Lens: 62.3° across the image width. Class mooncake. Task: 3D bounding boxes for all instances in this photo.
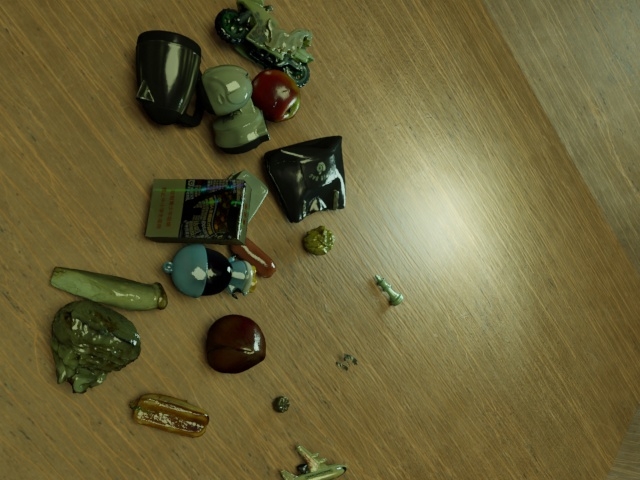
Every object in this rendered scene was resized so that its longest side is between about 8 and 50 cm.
[{"bbox_3d":[-0.018,0.514,1.910,0.347,0.057,0.150,-43,117,-24],"label":"mooncake"}]

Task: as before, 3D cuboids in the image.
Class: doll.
[{"bbox_3d":[-0.358,0.107,1.719,0.313,0.141,0.177,13,58,-33],"label":"doll"}]

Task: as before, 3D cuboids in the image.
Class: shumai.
[{"bbox_3d":[-0.656,0.305,1.497,0.255,0.189,0.218,33,86,-30],"label":"shumai"}]

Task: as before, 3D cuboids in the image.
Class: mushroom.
[{"bbox_3d":[-0.618,0.149,1.572,0.333,0.107,0.087,16,105,-30],"label":"mushroom"}]

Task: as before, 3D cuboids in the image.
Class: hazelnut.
[{"bbox_3d":[-0.264,0.336,1.694,0.208,0.208,0.208,7,77,-31],"label":"hazelnut"}]

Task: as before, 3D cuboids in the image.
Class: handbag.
[{"bbox_3d":[-0.037,-0.228,1.993,0.342,0.152,0.288,-20,103,-33],"label":"handbag"}]

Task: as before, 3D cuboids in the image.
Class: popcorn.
[{"bbox_3d":[0.000,0.000,1.985,0.120,0.106,0.116,17,81,-29],"label":"popcorn"}]

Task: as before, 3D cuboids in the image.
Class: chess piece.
[{"bbox_3d":[0.270,0.197,2.149,0.149,0.059,0.059,47,60,-9],"label":"chess piece"}]

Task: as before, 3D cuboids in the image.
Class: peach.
[{"bbox_3d":[-0.175,-0.533,1.939,0.197,0.197,0.198,7,77,-31],"label":"peach"}]

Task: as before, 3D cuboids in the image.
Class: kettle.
[{"bbox_3d":[-0.503,-0.507,1.741,0.207,0.251,0.272,5,84,-1],"label":"kettle"}]

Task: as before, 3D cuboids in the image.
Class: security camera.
[{"bbox_3d":[-0.300,-0.450,1.777,0.191,0.197,0.277,-17,128,1],"label":"security camera"}]

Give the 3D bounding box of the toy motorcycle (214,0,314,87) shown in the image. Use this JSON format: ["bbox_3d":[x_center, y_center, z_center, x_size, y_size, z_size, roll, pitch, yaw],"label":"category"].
[{"bbox_3d":[-0.192,-0.754,1.981,0.410,0.168,0.237,29,72,-30],"label":"toy motorcycle"}]

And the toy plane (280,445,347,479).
[{"bbox_3d":[-0.020,0.814,1.821,0.244,0.092,0.229,-5,81,-34],"label":"toy plane"}]

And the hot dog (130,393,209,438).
[{"bbox_3d":[-0.459,0.528,1.616,0.250,0.076,0.104,24,88,-23],"label":"hot dog"}]

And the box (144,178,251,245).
[{"bbox_3d":[-0.384,-0.092,1.671,0.309,0.084,0.198,2,76,10],"label":"box"}]

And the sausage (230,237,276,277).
[{"bbox_3d":[-0.233,0.057,1.848,0.194,0.077,0.077,43,62,-16],"label":"sausage"}]

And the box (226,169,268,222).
[{"bbox_3d":[-0.286,-0.128,1.815,0.148,0.129,0.210,39,62,-21],"label":"box"}]
